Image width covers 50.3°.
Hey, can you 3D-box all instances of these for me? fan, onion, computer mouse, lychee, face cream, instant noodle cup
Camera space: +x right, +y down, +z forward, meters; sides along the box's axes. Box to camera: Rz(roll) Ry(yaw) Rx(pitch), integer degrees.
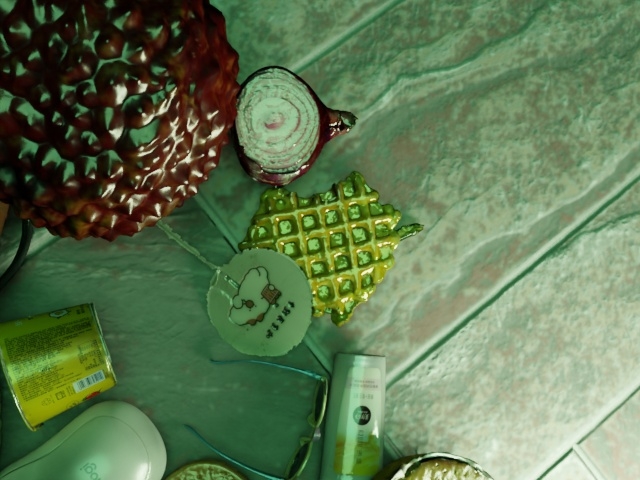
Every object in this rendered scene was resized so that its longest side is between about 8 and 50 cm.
[{"bbox_3d":[-0.156,0.063,1.161,0.329,0.009,0.191,36,103,5],"label":"fan"},{"bbox_3d":[-0.046,-0.196,1.169,0.218,0.140,0.195,-9,88,-9],"label":"onion"},{"bbox_3d":[-0.382,0.386,1.062,0.296,0.121,0.184,-34,89,-11],"label":"computer mouse"},{"bbox_3d":[-0.327,-0.248,0.996,0.424,0.424,0.500,0,84,-7],"label":"lychee"},{"bbox_3d":[0.058,0.326,1.149,0.107,0.073,0.269,6,83,-6],"label":"face cream"},{"bbox_3d":[-0.404,0.185,1.063,0.144,0.182,0.182,-19,85,-19],"label":"instant noodle cup"}]

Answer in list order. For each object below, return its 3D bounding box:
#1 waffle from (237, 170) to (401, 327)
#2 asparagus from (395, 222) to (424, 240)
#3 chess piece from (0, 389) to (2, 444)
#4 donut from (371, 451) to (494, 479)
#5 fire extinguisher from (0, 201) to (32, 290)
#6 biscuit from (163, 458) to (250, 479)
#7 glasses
[{"bbox_3d":[0.000,0.000,1.185,0.291,0.051,0.291,0,85,-3],"label":"waffle"},{"bbox_3d":[0.140,-0.009,1.227,0.108,0.021,0.025,-23,85,-10],"label":"asparagus"},{"bbox_3d":[-0.712,0.289,0.989,0.441,0.234,0.234,2,82,-12],"label":"chess piece"},{"bbox_3d":[0.168,0.470,1.104,0.272,0.107,0.272,5,79,-26],"label":"donut"},{"bbox_3d":[-0.540,0.029,1.030,0.113,0.200,0.376,5,68,-1],"label":"fire extinguisher"},{"bbox_3d":[-0.179,0.504,1.108,0.202,0.044,0.289,-14,86,-3],"label":"biscuit"},{"bbox_3d":[-0.100,0.291,1.152,0.220,0.088,0.190,17,81,15],"label":"glasses"}]
